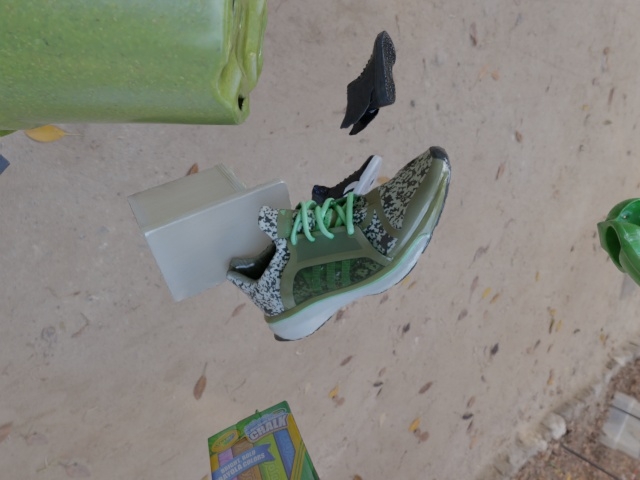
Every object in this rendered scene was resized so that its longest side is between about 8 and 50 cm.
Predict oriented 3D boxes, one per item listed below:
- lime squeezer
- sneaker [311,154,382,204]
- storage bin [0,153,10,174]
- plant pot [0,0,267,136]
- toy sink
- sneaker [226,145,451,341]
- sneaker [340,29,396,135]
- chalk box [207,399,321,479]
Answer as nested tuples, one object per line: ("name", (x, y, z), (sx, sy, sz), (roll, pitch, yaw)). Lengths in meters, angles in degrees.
("lime squeezer", (0.345, 0.000, 0.416), (0.310, 0.110, 0.059), (-26, 122, -34))
("sneaker", (0.047, -0.128, 0.977), (0.217, 0.121, 0.079), (-61, 163, 13))
("storage bin", (-0.769, -0.167, 0.903), (0.091, 0.135, 0.098), (-59, 156, -24))
("plant pot", (-0.183, -0.209, 0.351), (0.254, 0.276, 0.276), (8, 102, -3))
("toy sink", (-0.179, -0.030, 0.698), (0.234, 0.131, 0.153), (-25, 133, -20))
("sneaker", (0.000, 0.000, 0.583), (0.182, 0.158, 0.410), (35, 122, -21))
("sneaker", (0.079, -0.267, 0.683), (0.051, 0.089, 0.170), (23, 62, -49))
("chalk box", (-0.075, 0.336, 0.575), (0.132, 0.213, 0.132), (-22, 111, -13))
